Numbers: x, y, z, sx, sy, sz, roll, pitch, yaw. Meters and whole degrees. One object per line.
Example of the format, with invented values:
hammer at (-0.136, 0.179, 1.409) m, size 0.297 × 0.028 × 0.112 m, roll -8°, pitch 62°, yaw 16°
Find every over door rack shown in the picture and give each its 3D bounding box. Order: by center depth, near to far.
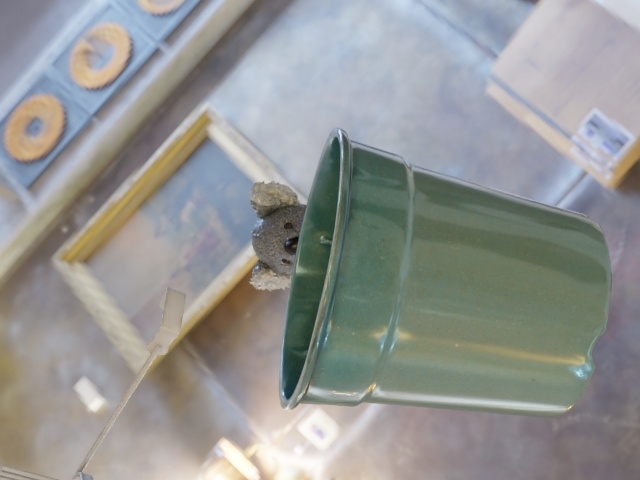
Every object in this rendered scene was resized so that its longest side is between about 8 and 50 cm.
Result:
over door rack at (-0.307, 0.164, 1.152) m, size 0.240 × 0.324 × 0.108 m, roll 20°, pitch -155°, yaw -21°

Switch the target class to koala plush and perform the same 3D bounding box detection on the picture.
koala plush at (0.000, 0.000, 1.731) m, size 0.203 × 0.221 × 0.196 m, roll -68°, pitch -25°, yaw -77°

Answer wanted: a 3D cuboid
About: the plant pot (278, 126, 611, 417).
plant pot at (0.146, 0.063, 1.402) m, size 0.334 × 0.341 × 0.341 m, roll 11°, pitch -171°, yaw -6°
